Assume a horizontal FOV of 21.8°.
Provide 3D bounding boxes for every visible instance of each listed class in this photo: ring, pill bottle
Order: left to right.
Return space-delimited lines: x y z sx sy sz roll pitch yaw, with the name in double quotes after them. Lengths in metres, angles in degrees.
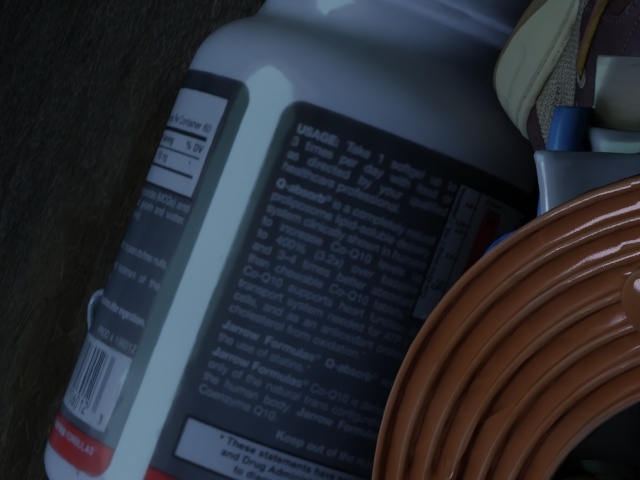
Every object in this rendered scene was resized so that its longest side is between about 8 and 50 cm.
0.000 0.000 0.942 0.210 0.210 0.363 22 91 67 "pill bottle"
0.142 0.139 0.446 0.032 0.336 0.336 -30 -10 -44 "ring"

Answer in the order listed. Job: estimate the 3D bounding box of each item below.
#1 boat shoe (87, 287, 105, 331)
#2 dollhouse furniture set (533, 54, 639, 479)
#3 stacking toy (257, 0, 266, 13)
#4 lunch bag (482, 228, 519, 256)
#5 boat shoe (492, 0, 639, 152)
-0.112 0.143 1.205 0.118 0.103 0.320 -57 26 27 "boat shoe"
0.184 -0.016 0.457 0.286 0.198 0.303 7 96 25 "dollhouse furniture set"
0.042 -0.289 1.088 0.350 0.351 0.480 -124 38 -62 "stacking toy"
0.142 0.075 0.700 0.219 0.090 0.176 -17 65 61 "lunch bag"
0.167 -0.101 0.712 0.342 0.123 0.123 116 141 -61 "boat shoe"
